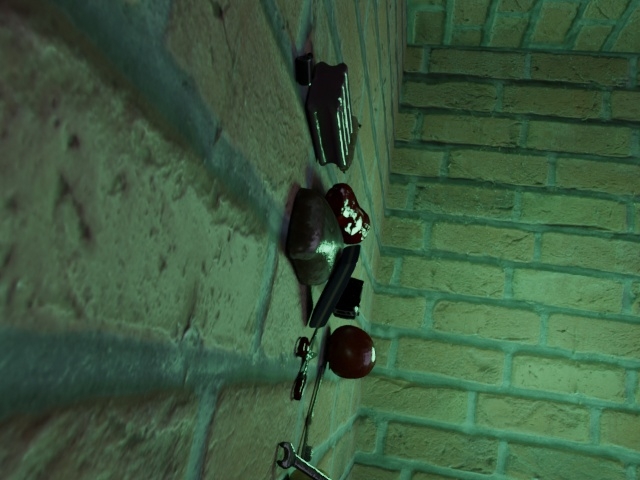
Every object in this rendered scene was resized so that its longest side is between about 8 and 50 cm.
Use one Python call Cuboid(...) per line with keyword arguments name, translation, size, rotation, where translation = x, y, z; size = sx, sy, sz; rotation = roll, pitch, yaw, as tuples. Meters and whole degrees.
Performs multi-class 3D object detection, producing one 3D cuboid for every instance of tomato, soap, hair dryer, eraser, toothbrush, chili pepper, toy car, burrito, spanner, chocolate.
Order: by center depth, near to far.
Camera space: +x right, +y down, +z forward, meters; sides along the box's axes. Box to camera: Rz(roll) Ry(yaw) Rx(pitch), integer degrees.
Cuboid(name="hair dryer", translation=(-0.025, -0.310, 0.954), size=(0.083, 0.026, 0.047), rotation=(-83, 175, -51))
Cuboid(name="chocolate", translation=(0.001, 0.002, 1.110), size=(0.254, 0.080, 0.157), rotation=(71, 27, -66))
Cuboid(name="soap", translation=(0.024, -0.255, 1.118), size=(0.203, 0.065, 0.122), rotation=(75, 24, -63))
Cuboid(name="spanner", translation=(-0.013, 0.506, 1.169), size=(0.254, 0.015, 0.054), rotation=(48, 42, -33))
Cuboid(name="eraser", translation=(0.031, 0.107, 1.244), size=(0.082, 0.036, 0.225), rotation=(-73, -174, -58))
Cuboid(name="chili pepper", translation=(0.061, -0.059, 1.327), size=(0.387, 0.110, 0.110), rotation=(49, 48, -72))
Cuboid(name="toothbrush", translation=(-0.019, 0.452, 1.432), size=(0.294, 0.028, 0.026), rotation=(-79, 171, -49))
Cuboid(name="burrito", translation=(0.079, -0.267, 1.493), size=(0.045, 0.041, 0.185), rotation=(-32, -143, 46))
Cuboid(name="tomato", translation=(0.092, 0.337, 1.618), size=(0.167, 0.167, 0.167), rotation=(6, 90, -80))
Cuboid(name="toy car", translation=(0.079, 0.188, 1.625), size=(0.209, 0.089, 0.108), rotation=(-64, 163, -70))

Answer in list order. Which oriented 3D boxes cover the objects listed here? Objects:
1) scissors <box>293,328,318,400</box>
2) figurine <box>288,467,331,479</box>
Cuboid(name="scissors", translation=(-0.027, 0.277, 1.303), size=(0.248, 0.017, 0.144), rotation=(-31, 127, -78))
Cuboid(name="figurine", translation=(-0.040, 0.607, 1.208), size=(0.114, 0.108, 0.196), rotation=(64, 37, -40))
